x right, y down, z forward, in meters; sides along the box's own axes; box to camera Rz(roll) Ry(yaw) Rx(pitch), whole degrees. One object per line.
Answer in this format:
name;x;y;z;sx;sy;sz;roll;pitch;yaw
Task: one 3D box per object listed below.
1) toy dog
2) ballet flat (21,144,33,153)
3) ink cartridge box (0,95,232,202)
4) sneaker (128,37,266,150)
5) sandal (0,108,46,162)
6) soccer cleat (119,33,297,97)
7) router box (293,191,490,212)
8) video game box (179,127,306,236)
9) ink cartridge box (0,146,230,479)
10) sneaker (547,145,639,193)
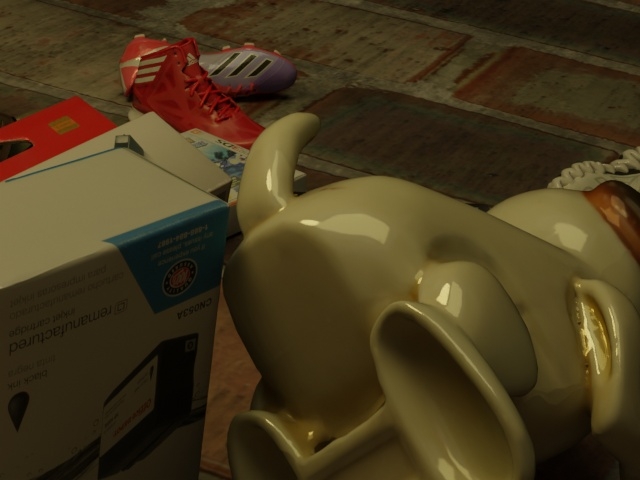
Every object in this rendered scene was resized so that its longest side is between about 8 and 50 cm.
toy dog;0.121;0.079;1.244;0.408;0.284;0.395;-10;59;-46
ballet flat;-0.324;-0.065;1.729;0.070;0.070;0.188;16;37;18
ink cartridge box;-0.289;-0.061;1.624;0.261;0.066;0.296;39;48;24
sneaker;-0.153;-0.185;1.944;0.221;0.128;0.087;17;28;21
sandal;-0.407;-0.105;1.773;0.120;0.086;0.302;23;31;29
soccer cleat;-0.157;-0.225;2.102;0.248;0.083;0.095;7;55;-9
router box;0.075;0.053;1.570;0.242;0.081;0.309;4;27;-6
video game box;-0.151;-0.064;1.797;0.187;0.048;0.205;21;30;33
ink cartridge box;-0.200;0.112;1.138;0.129;0.308;0.223;27;33;32
sneaker;0.351;-0.032;1.788;0.118;0.110;0.292;36;38;31
